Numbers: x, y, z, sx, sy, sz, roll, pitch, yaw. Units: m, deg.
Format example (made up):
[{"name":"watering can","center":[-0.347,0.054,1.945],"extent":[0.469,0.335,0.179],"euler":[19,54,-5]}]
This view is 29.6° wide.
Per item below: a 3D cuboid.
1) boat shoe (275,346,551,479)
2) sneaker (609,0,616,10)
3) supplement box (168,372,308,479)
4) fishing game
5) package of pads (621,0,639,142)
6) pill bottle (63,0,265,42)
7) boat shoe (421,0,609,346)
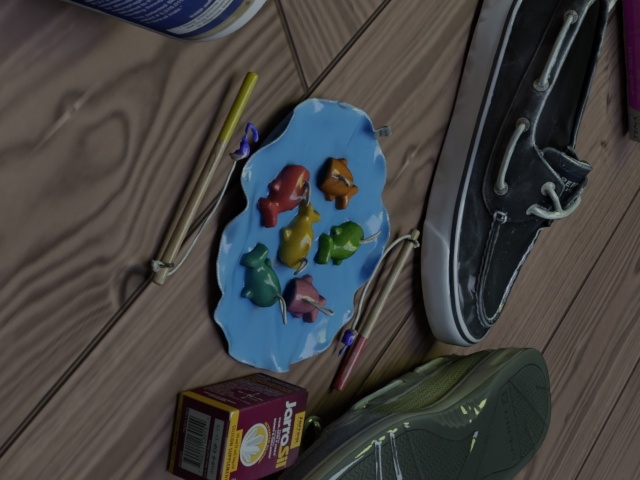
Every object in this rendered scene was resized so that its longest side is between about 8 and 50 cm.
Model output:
[{"name":"boat shoe","center":[0.060,0.159,0.902],"extent":[0.320,0.103,0.118],"euler":[-28,112,-47]},{"name":"sneaker","center":[0.209,-0.249,0.965],"extent":[0.232,0.090,0.115],"euler":[39,74,-55]},{"name":"supplement box","center":[-0.051,0.120,0.762],"extent":[0.083,0.043,0.055],"euler":[-8,109,-56]},{"name":"fishing game","center":[0.000,0.000,0.794],"extent":[0.189,0.041,0.264],"euler":[-63,146,-13]},{"name":"package of pads","center":[0.422,-0.260,1.240],"extent":[0.296,0.101,0.229],"euler":[-40,136,-28]},{"name":"pill bottle","center":[-0.097,-0.148,0.528],"extent":[0.169,0.094,0.094],"euler":[8,97,-58]},{"name":"boat shoe","center":[0.160,-0.055,0.955],"extent":[0.108,0.102,0.301],"euler":[8,96,-58]}]
